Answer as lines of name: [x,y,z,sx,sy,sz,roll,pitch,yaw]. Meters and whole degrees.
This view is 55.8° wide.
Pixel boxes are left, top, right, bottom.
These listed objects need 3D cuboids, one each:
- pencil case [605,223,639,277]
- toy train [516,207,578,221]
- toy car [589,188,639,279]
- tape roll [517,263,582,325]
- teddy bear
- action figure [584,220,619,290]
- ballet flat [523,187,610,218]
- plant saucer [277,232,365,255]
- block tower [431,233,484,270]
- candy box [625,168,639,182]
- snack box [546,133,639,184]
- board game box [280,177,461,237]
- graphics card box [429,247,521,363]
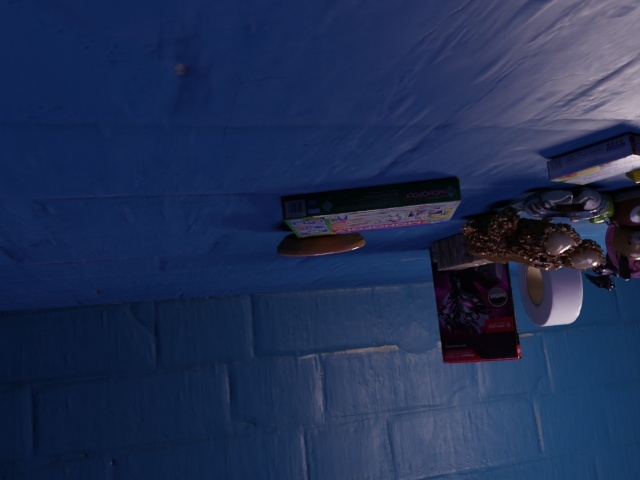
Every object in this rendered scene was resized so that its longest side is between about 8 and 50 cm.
pencil case: [0.919,-0.001,1.532,0.386,0.167,0.160,-4,126,-20]
toy train: [0.546,-0.061,1.390,0.166,0.046,0.125,-4,170,-8]
toy car: [0.692,-0.012,1.325,0.155,0.189,0.149,-9,170,11]
tape roll: [0.749,0.137,1.989,0.100,0.286,0.286,-5,171,-2]
teddy bear: [0.474,-0.005,1.363,0.245,0.113,0.338,18,174,-9]
action figure: [0.854,0.003,1.678,0.275,0.141,0.164,-41,140,-5]
ballet flat: [0.510,-0.079,1.224,0.188,0.070,0.070,-7,171,-7]
plant saucer: [0.000,0.000,1.354,0.199,0.037,0.200,-5,-173,1]
block tower: [0.444,0.018,1.683,0.097,0.091,0.335,-2,171,-23]
candy box: [0.619,-0.129,0.991,0.205,0.027,0.105,-10,-174,21]
snack box: [0.454,-0.127,0.967,0.100,0.037,0.141,0,170,-36]
board game box: [0.097,-0.057,1.168,0.317,0.046,0.213,-6,170,5]
graphics card box: [0.479,0.189,1.877,0.232,0.371,0.094,-8,171,25]
